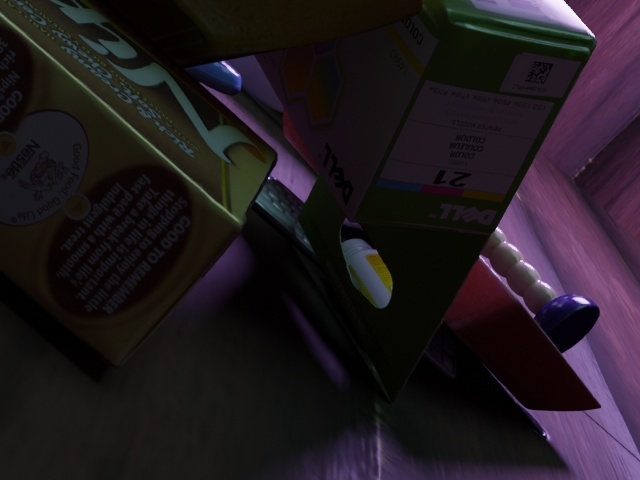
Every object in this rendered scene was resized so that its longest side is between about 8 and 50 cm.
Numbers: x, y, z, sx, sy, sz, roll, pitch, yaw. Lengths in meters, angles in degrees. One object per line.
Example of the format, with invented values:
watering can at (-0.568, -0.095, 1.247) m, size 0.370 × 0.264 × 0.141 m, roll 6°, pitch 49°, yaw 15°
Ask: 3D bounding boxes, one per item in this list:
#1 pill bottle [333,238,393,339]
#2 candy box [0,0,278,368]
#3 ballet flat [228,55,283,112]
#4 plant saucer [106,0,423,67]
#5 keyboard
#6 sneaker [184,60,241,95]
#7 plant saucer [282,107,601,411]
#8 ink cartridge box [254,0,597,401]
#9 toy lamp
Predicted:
pill bottle at (0.035, 0.035, 0.942) m, size 0.043 × 0.043 × 0.083 m, roll 32°, pitch 17°, yaw -41°
candy box at (-0.167, -0.098, 0.644) m, size 0.316 × 0.087 × 0.183 m, roll 42°, pitch 11°, yaw -6°
ballet flat at (-0.066, -0.237, 1.330) m, size 0.483 × 0.164 × 0.182 m, roll 48°, pitch 40°, yaw 10°
plant saucer at (-0.149, -0.197, 0.756) m, size 0.333 × 0.081 × 0.332 m, roll 46°, pitch -20°, yaw -21°
keyboard at (0.000, 0.000, 1.019) m, size 0.256 × 0.014 × 0.072 m, roll 41°, pitch 12°, yaw -9°
sneaker at (-0.106, -0.173, 1.157) m, size 0.144 × 0.059 × 0.053 m, roll 48°, pitch 11°, yaw 16°
plant saucer at (0.080, 0.012, 1.067) m, size 0.259 × 0.048 × 0.258 m, roll 49°, pitch 3°, yaw 31°
ink cartridge box at (0.024, -0.061, 0.839) m, size 0.097 × 0.255 × 0.189 m, roll 6°, pitch 36°, yaw -29°
toy lamp at (0.147, -0.010, 1.373) m, size 0.275 × 0.080 × 0.080 m, roll 54°, pitch 16°, yaw 30°
